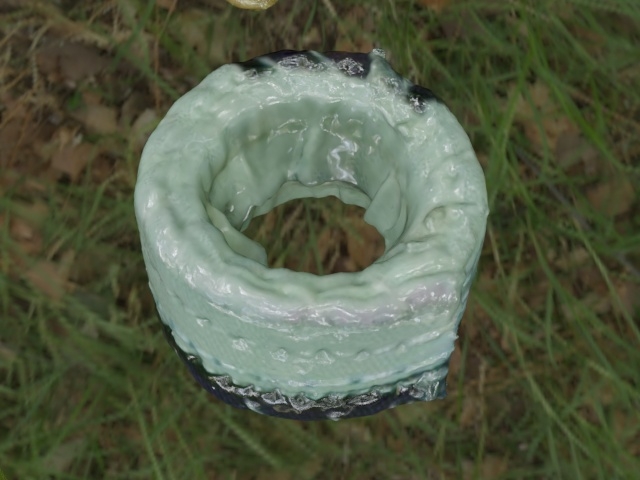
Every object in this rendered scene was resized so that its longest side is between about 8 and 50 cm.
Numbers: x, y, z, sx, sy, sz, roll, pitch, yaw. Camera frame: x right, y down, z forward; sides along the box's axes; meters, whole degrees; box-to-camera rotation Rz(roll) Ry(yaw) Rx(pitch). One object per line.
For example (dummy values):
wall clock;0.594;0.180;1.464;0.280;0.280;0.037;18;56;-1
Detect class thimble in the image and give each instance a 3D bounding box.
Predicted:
thimble;0.000;0.000;0.920;0.237;0.237;0.150;0;148;1

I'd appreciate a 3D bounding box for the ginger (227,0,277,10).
ginger;-0.071;-0.285;1.223;0.157;0.102;0.216;46;150;-1

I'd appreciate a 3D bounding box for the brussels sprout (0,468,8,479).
brussels sprout;-0.242;0.163;0.792;0.155;0.117;0.155;-5;118;-10
